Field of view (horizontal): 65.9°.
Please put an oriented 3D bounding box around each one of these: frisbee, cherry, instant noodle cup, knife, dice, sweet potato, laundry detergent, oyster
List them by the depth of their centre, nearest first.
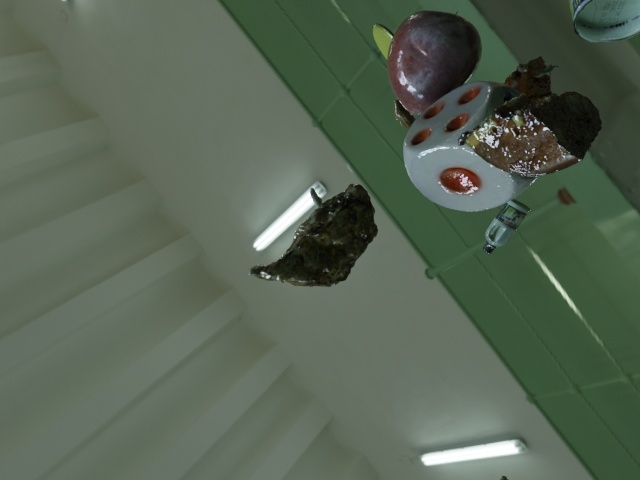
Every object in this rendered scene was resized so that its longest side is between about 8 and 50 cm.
[{"bbox_3d":[0.718,-0.675,1.211,0.284,0.284,0.313,15,-109,-29],"label":"instant noodle cup"},{"bbox_3d":[0.391,-0.239,1.263,0.243,0.259,0.251,43,-123,-22],"label":"dice"},{"bbox_3d":[0.007,0.027,1.351,0.396,0.111,0.204,-42,-94,2],"label":"oyster"},{"bbox_3d":[0.309,-0.509,1.397,0.261,0.308,0.221,28,-169,32],"label":"cherry"},{"bbox_3d":[-0.006,-0.118,1.500,0.022,0.256,0.046,-6,-99,6],"label":"knife"},{"bbox_3d":[0.295,-0.395,1.628,0.182,0.053,0.054,29,-139,-37],"label":"sweet potato"},{"bbox_3d":[0.272,-0.711,1.854,0.236,0.017,0.236,49,-177,-3],"label":"frisbee"},{"bbox_3d":[0.690,-0.047,1.869,0.099,0.226,0.070,18,-154,-23],"label":"laundry detergent"}]

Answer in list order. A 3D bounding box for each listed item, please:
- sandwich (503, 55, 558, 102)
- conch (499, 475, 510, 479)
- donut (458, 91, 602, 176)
[{"bbox_3d":[0.599,-0.440,1.441,0.184,0.160,0.109,-12,-154,-5],"label":"sandwich"},{"bbox_3d":[0.381,0.626,1.045,0.178,0.162,0.246,17,-108,-46],"label":"conch"},{"bbox_3d":[0.358,-0.185,0.844,0.126,0.186,0.144,-42,-87,-17],"label":"donut"}]
